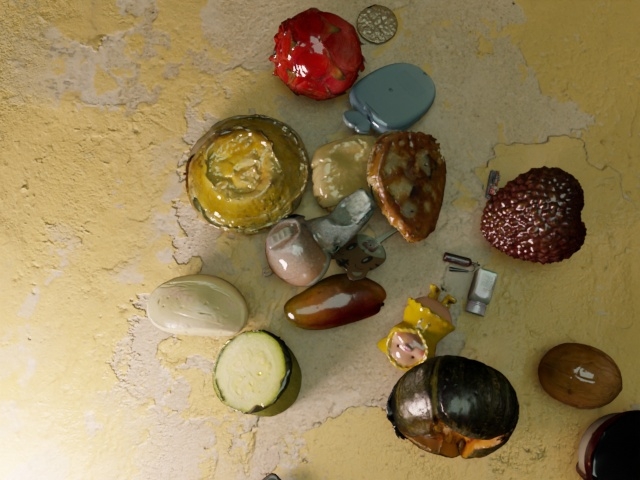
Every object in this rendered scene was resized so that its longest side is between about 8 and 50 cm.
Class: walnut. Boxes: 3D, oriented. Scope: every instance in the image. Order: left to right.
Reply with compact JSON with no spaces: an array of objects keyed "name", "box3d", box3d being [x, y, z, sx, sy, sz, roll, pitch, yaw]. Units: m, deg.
[{"name":"walnut","box3d":[0.656,0.342,1.761,0.207,0.167,0.167,15,81,10]}]

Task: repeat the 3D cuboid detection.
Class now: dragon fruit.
[{"name":"dragon fruit","box3d":[-0.009,-0.491,1.850,0.252,0.241,0.241,44,82,-16]}]

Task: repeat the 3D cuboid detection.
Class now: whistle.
[{"name":"whistle","box3d":[0.000,0.000,1.782,0.347,0.189,0.189,-34,83,9]}]

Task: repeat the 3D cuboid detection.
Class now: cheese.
[{"name":"cheese","box3d":[0.087,-0.171,1.859,0.225,0.117,0.214,-9,87,-7]}]

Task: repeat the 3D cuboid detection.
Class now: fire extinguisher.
[{"name":"fire extinguisher","box3d":[0.376,0.065,1.867,0.100,0.032,0.046,16,70,7]}]

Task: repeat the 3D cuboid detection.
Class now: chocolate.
[{"name":"chocolate","box3d":[0.757,0.553,1.722,0.283,0.186,0.284,2,78,-10]}]

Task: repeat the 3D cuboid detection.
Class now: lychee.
[{"name":"lychee","box3d":[0.544,-0.060,1.796,0.271,0.271,0.272,0,81,-1]}]

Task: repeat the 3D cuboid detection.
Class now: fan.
[{"name":"fan","box3d":[0.134,0.015,1.847,0.226,0.008,0.152,-31,47,-20]}]

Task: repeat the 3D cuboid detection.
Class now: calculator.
[{"name":"calculator","box3d":[0.187,-0.381,1.888,0.302,0.042,0.188,-37,79,-28]}]

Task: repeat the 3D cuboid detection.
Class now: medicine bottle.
[{"name":"medicine bottle","box3d":[0.421,0.137,1.834,0.055,0.074,0.118,19,81,1]}]

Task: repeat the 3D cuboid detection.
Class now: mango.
[{"name":"mango","box3d":[0.036,0.157,1.805,0.267,0.111,0.133,-12,91,-5]}]

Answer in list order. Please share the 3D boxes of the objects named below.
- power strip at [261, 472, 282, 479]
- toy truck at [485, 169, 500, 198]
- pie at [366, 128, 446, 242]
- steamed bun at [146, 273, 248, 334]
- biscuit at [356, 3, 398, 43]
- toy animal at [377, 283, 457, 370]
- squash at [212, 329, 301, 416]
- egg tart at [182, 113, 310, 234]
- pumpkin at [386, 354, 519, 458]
[{"name":"power strip","box3d":[-0.135,0.750,1.719,0.251,0.092,0.257,-38,87,-10]},{"name":"toy truck","box3d":[0.471,-0.152,1.907,0.032,0.024,0.083,13,81,-3]},{"name":"pie","box3d":[0.227,-0.157,1.815,0.308,0.085,0.309,5,82,-36]},{"name":"steamed bun","box3d":[-0.303,0.160,1.753,0.250,0.200,0.155,2,80,-4]},{"name":"biscuit","box3d":[0.161,-0.613,1.978,0.120,0.015,0.120,0,81,-2]},{"name":"toy animal","box3d":[0.258,0.228,1.793,0.156,0.156,0.230,35,92,4]},{"name":"squash","box3d":[-0.162,0.339,1.792,0.220,0.133,0.220,-4,74,13]},{"name":"egg tart","box3d":[-0.202,-0.183,1.830,0.345,0.132,0.346,-1,83,7]},{"name":"pumpkin","box3d":[0.324,0.403,1.681,0.320,0.320,0.192,13,56,1]}]
